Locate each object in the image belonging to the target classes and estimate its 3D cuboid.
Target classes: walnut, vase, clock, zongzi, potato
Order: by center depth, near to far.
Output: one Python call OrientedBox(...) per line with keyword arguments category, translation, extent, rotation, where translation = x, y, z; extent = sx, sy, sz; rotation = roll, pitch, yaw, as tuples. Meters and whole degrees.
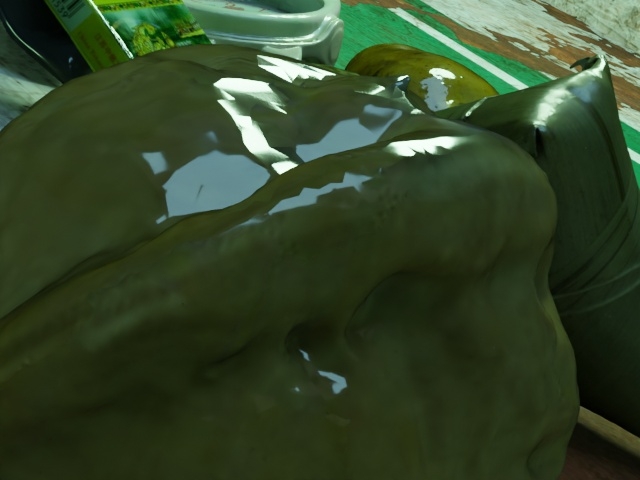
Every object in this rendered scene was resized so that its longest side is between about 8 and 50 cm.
OrientedBox(category="walnut", translation=(-0.040, 0.072, 0.854), extent=(0.383, 0.383, 0.383), rotation=(20, 19, -7))
OrientedBox(category="zongzi", translation=(0.136, 0.051, 1.453), extent=(0.181, 0.418, 0.447), rotation=(-38, 18, -33))
OrientedBox(category="vase", translation=(-0.298, -0.313, 1.805), extent=(0.156, 0.251, 0.301), rotation=(-6, 14, -12))
OrientedBox(category="potato", translation=(0.123, -0.149, 1.879), extent=(0.195, 0.176, 0.369), rotation=(-9, 21, -7))
OrientedBox(category="clock", translation=(-0.107, -0.245, 1.884), extent=(0.265, 0.108, 0.324), rotation=(7, 20, -8))

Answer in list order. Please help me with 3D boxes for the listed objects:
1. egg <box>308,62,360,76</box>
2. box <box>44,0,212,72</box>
OrientedBox(category="egg", translation=(0.000, 0.000, 1.218), extent=(0.238, 0.238, 0.289), rotation=(-4, 50, -53))
OrientedBox(category="box", translation=(-0.165, -0.183, 1.577), extent=(0.335, 0.047, 0.187), rotation=(56, 24, 3))
